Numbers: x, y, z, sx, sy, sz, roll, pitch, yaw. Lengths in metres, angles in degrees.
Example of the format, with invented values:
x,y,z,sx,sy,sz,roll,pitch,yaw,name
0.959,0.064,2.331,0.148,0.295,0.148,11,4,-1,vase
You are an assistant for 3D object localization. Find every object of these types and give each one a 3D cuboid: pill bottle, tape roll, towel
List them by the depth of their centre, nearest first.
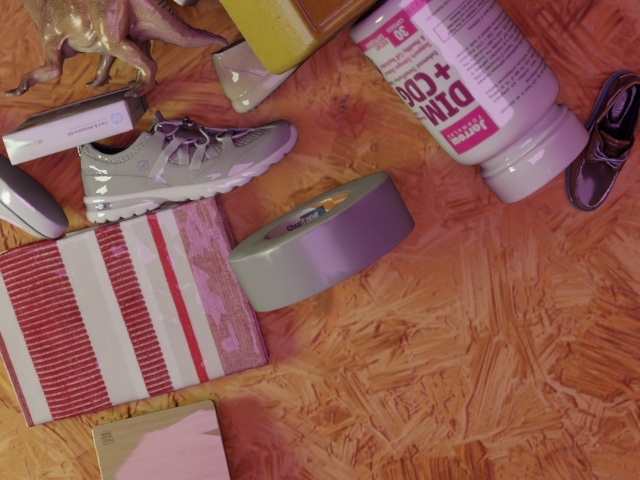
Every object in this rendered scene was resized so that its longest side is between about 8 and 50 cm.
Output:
x,y,z,sx,sy,sz,roll,pitch,yaw,name
0.181,-0.192,1.540,0.160,0.160,0.283,-40,99,6,pill bottle
0.000,0.000,1.543,0.219,0.219,0.072,-28,100,4,tape roll
-0.253,0.091,1.649,0.329,0.037,0.237,-15,103,3,towel

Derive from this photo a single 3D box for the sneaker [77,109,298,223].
x,y,z,sx,sy,sz,roll,pitch,yaw,name
-0.167,-0.107,1.576,0.281,0.105,0.115,-16,101,2,sneaker

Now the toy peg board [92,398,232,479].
x,y,z,sx,sy,sz,roll,pitch,yaw,name
-0.196,0.300,1.678,0.161,0.079,0.160,-13,85,0,toy peg board

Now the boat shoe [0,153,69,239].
x,y,z,sx,sy,sz,roll,pitch,yaw,name
-0.430,-0.070,1.592,0.258,0.095,0.084,37,102,3,boat shoe

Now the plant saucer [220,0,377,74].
x,y,z,sx,sy,sz,roll,pitch,yaw,name
0.015,-0.375,1.372,0.333,0.081,0.332,-40,131,-4,plant saucer

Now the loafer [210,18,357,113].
x,y,z,sx,sy,sz,roll,pitch,yaw,name
-0.027,-0.268,1.551,0.268,0.102,0.092,-44,104,7,loafer

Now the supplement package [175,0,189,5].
x,y,z,sx,sy,sz,roll,pitch,yaw,name
-0.151,-0.429,1.467,0.198,0.199,0.262,37,97,-8,supplement package

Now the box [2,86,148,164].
x,y,z,sx,sy,sz,roll,pitch,yaw,name
-0.283,-0.141,1.525,0.145,0.186,0.038,-16,102,1,box

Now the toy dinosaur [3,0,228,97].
x,y,z,sx,sy,sz,roll,pitch,yaw,name
-0.262,-0.271,1.487,0.296,0.127,0.200,3,104,19,toy dinosaur

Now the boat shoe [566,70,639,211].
x,y,z,sx,sy,sz,roll,pitch,yaw,name
0.354,-0.121,1.605,0.066,0.066,0.183,14,100,-4,boat shoe
